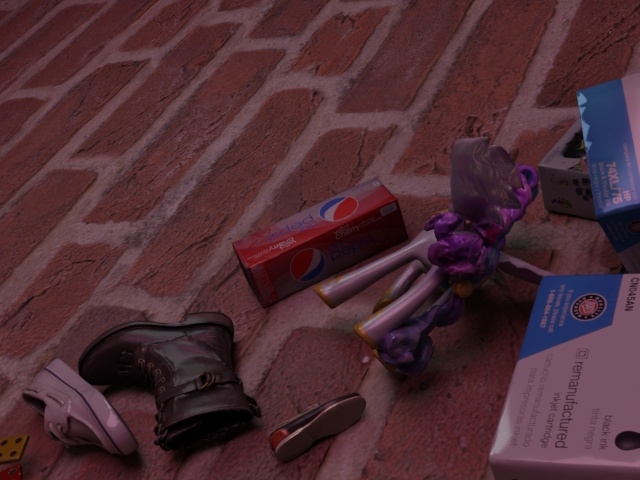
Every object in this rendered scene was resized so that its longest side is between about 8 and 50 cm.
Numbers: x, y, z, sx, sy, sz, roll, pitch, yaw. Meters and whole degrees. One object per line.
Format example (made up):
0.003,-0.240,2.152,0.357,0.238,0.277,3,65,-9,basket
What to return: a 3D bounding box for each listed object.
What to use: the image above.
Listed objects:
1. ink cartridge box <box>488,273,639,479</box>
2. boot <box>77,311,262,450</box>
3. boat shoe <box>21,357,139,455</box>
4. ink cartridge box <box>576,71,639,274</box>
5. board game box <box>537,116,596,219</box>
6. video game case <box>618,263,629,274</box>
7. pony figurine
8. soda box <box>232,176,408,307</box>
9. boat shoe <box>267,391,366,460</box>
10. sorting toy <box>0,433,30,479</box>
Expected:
0.399,0.173,0.955,0.395,0.166,0.285,-3,35,28,ink cartridge box
-0.221,0.206,1.376,0.263,0.091,0.229,-16,34,1,boot
-0.348,0.248,1.380,0.088,0.096,0.267,-40,38,-21,boat shoe
0.486,-0.098,1.208,0.270,0.198,0.197,-16,55,26,ink cartridge box
0.514,-0.115,1.452,0.303,0.097,0.224,15,47,38,board game box
0.507,0.086,1.233,0.275,0.035,0.248,4,41,32,video game case
0.193,0.016,1.299,0.363,0.303,0.351,-42,21,-4,pony figurine
0.000,0.000,1.558,0.263,0.083,0.092,-25,35,-9,soda box
-0.006,0.235,1.271,0.137,0.049,0.043,-31,33,-8,boat shoe
-0.519,0.362,1.345,0.274,0.046,0.132,-25,35,-7,sorting toy
